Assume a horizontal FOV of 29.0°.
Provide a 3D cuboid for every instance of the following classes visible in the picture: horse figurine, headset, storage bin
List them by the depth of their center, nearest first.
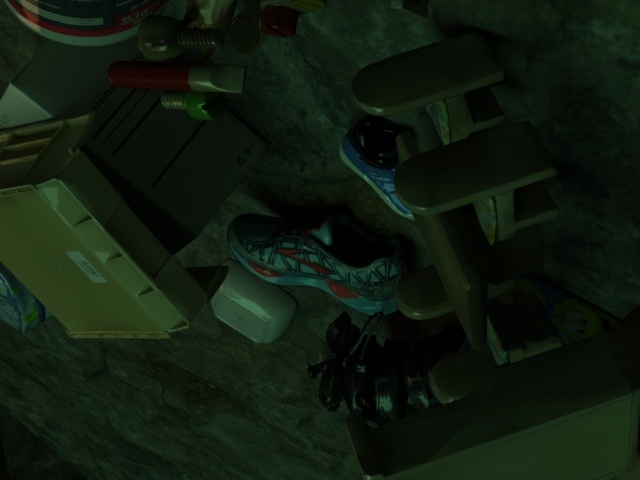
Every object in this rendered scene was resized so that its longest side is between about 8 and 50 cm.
[{"bbox_3d":[-0.117,-0.272,1.289,0.066,0.174,0.263,22,139,6],"label":"horse figurine"},{"bbox_3d":[-0.285,-0.010,1.507,0.260,0.123,0.262,-5,132,46],"label":"storage bin"},{"bbox_3d":[0.124,0.213,1.686,0.243,0.185,0.394,-9,146,33],"label":"headset"}]

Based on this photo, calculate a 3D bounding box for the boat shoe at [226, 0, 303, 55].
[{"bbox_3d":[-0.048,-0.253,1.348,0.056,0.048,0.153,50,143,-3],"label":"boat shoe"}]

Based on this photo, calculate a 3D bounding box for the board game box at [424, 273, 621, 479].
[{"bbox_3d":[0.282,0.225,1.449,0.302,0.308,0.086,28,150,10],"label":"board game box"}]

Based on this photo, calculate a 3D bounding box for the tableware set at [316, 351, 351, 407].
[{"bbox_3d":[0.044,0.226,2.000,0.104,0.024,0.154,23,149,14],"label":"tableware set"}]

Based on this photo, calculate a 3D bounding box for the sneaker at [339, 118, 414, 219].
[{"bbox_3d":[0.093,-0.082,1.436,0.152,0.058,0.084,41,160,2],"label":"sneaker"}]

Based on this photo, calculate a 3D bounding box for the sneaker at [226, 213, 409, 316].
[{"bbox_3d":[0.000,0.000,1.643,0.261,0.104,0.125,17,139,13],"label":"sneaker"}]

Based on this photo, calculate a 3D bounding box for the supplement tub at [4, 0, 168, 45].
[{"bbox_3d":[-0.238,-0.343,1.243,0.191,0.191,0.272,30,152,7],"label":"supplement tub"}]

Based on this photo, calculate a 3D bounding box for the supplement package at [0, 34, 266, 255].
[{"bbox_3d":[-0.255,-0.133,1.599,0.293,0.175,0.177,40,151,-10],"label":"supplement package"}]

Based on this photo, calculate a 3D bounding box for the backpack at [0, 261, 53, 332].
[{"bbox_3d":[-0.538,-0.016,2.037,0.355,0.273,0.290,21,144,-1],"label":"backpack"}]

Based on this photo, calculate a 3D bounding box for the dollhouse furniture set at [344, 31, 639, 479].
[{"bbox_3d":[0.118,0.073,1.249,0.362,0.256,0.394,75,175,-51],"label":"dollhouse furniture set"}]

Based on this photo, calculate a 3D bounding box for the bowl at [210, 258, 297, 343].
[{"bbox_3d":[-0.114,0.104,1.944,0.142,0.053,0.142,33,151,5],"label":"bowl"}]

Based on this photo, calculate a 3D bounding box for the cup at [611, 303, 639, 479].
[{"bbox_3d":[0.419,0.180,1.284,0.237,0.331,0.331,42,163,43],"label":"cup"}]

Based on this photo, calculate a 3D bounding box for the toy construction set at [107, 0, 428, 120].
[{"bbox_3d":[-0.021,-0.240,1.091,0.237,0.309,0.257,8,150,32],"label":"toy construction set"}]
